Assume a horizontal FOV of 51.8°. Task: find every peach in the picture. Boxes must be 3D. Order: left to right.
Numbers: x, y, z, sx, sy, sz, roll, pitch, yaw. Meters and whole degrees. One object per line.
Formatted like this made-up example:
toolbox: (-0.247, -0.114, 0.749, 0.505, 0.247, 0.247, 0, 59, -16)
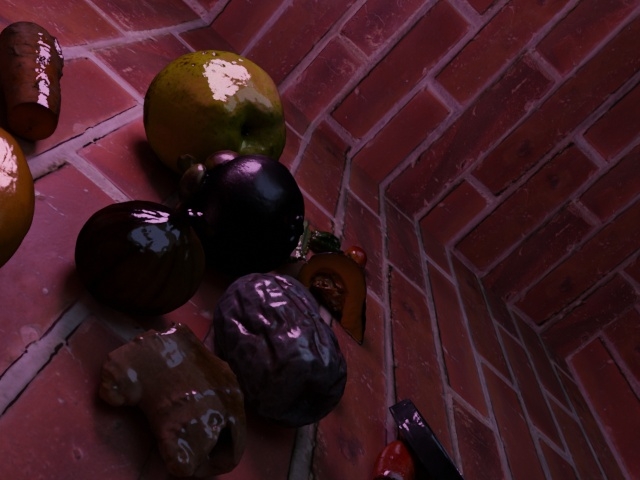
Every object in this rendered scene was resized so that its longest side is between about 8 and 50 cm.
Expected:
peach: (0.131, 0.057, 2.291, 0.098, 0.061, 0.098, 34, 19, -13)

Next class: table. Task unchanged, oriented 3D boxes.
table: (-0.068, 0.152, 1.688, 0.133, 0.043, 0.133, 40, 19, -17)

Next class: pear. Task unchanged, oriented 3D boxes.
pear: (-0.259, -0.304, 1.717, 0.391, 0.391, 0.391, 40, 19, -17)

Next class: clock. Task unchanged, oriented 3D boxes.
clock: (0.259, 0.488, 1.518, 0.280, 0.055, 0.280, 55, 0, 0)

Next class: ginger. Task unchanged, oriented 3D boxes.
ginger: (-0.228, 0.246, 1.022, 0.221, 0.130, 0.275, 19, 31, -33)

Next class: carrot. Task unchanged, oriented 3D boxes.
carrot: (-0.624, -0.344, 1.414, 0.139, 0.139, 0.301, 28, 35, -43)

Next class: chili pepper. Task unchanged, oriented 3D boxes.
chili pepper: (-0.001, 0.003, 2.121, 0.204, 0.073, 0.072, 22, 43, -47)
chili pepper: (0.166, 0.482, 1.432, 0.086, 0.084, 0.192, 60, 21, -9)

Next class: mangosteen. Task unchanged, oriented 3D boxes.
mangosteen: (-0.192, -0.055, 1.531, 0.297, 0.314, 0.296, 174, -90, -89)

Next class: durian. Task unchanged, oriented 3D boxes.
durian: (-0.093, 0.014, 1.860, 0.137, 0.095, 0.220, 7, 26, -2)

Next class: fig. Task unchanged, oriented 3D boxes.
fig: (-0.320, 0.022, 1.188, 0.235, 0.214, 0.235, 16, 38, -13)

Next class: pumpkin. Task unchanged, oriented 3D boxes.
pumpkin: (0.081, 0.133, 1.861, 0.278, 0.163, 0.111, 46, 19, -2)

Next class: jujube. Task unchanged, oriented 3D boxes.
jujube: (-0.082, 0.206, 1.298, 0.226, 0.226, 0.317, 24, 22, -48)

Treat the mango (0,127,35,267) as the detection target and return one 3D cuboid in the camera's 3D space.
mango: (-0.530, -0.060, 0.993, 0.187, 0.144, 0.359, 15, 39, -36)
